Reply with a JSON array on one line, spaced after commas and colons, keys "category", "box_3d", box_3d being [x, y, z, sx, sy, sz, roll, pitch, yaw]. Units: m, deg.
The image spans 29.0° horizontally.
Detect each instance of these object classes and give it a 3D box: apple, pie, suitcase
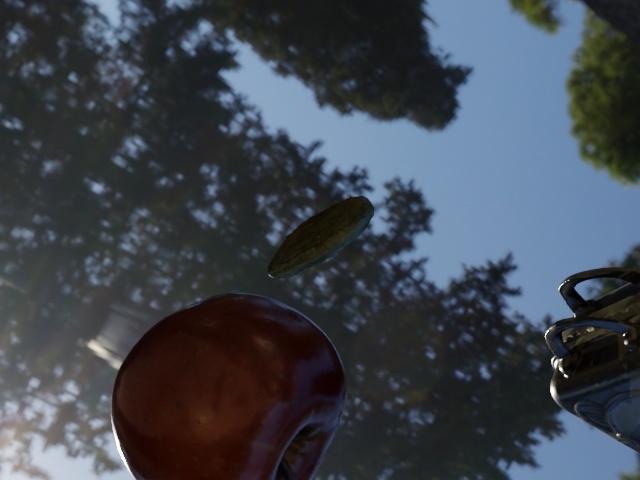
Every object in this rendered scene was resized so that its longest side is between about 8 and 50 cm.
[{"category": "apple", "box_3d": [-0.099, 0.180, 1.341, 0.216, 0.260, 0.260, 32, -91, 23]}, {"category": "pie", "box_3d": [-0.001, 0.001, 0.789, 0.084, 0.021, 0.084, -34, -169, 8]}, {"category": "suitcase", "box_3d": [0.453, 0.142, 1.569, 0.194, 0.339, 0.351, -65, -171, -24]}]
